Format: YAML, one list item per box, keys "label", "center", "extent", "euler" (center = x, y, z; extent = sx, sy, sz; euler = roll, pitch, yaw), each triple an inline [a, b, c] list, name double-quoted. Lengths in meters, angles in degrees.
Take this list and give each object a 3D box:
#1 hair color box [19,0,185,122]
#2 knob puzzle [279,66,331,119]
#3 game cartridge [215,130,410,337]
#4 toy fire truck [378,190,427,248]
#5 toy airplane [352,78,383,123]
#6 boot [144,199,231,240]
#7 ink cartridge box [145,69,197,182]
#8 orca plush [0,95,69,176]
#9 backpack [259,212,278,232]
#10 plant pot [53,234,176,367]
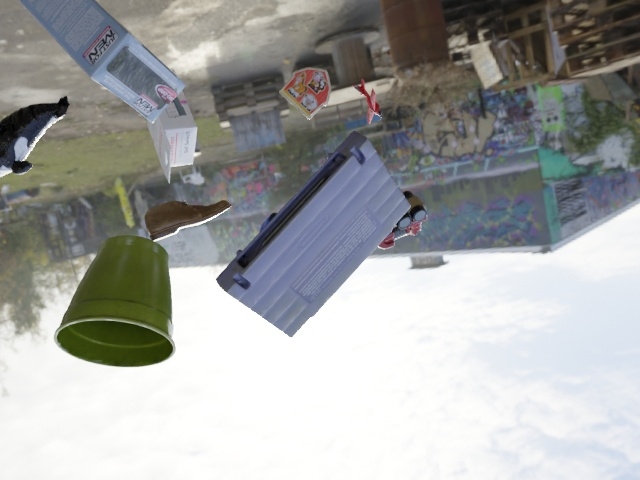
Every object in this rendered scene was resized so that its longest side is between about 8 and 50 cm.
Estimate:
- label: "hair color box"
  center: [-0.465, -0.423, 1.138]
  extent: [0.113, 0.374, 0.185]
  euler: [-47, 155, 3]
- label: "knob puzzle"
  center: [-0.042, -0.619, 2.219]
  extent: [0.213, 0.213, 0.030]
  euler: [-13, 178, 2]
- label: "game cartridge"
  center: [0.000, 0.000, 1.007]
  extent: [0.355, 0.230, 0.068]
  euler: [-47, -127, -4]
- label: "toy fire truck"
  center: [0.284, -0.046, 2.053]
  extent: [0.217, 0.246, 0.158]
  euler: [-26, -133, -5]
- label: "toy airplane"
  center: [0.148, -0.430, 1.679]
  extent: [0.028, 0.151, 0.151]
  euler: [-29, -170, -14]
- label: "boot"
  center: [-0.462, -0.101, 1.915]
  extent: [0.305, 0.115, 0.112]
  euler: [-21, -179, -21]
- label: "ink cartridge box"
  center: [-0.529, -0.404, 1.946]
  extent: [0.119, 0.354, 0.207]
  euler: [-13, 154, -25]
- label: "orca plush"
  center: [-0.698, -0.237, 1.235]
  extent: [0.287, 0.151, 0.102]
  euler: [-16, 164, 25]
- label: "backpack"
  center: [-0.104, -0.008, 1.447]
  extent: [0.120, 0.098, 0.101]
  euler: [23, 140, -28]
- label: "plant pot"
  center: [-0.641, 0.186, 1.814]
  extent: [0.366, 0.353, 0.367]
  euler: [-1, 145, -1]
